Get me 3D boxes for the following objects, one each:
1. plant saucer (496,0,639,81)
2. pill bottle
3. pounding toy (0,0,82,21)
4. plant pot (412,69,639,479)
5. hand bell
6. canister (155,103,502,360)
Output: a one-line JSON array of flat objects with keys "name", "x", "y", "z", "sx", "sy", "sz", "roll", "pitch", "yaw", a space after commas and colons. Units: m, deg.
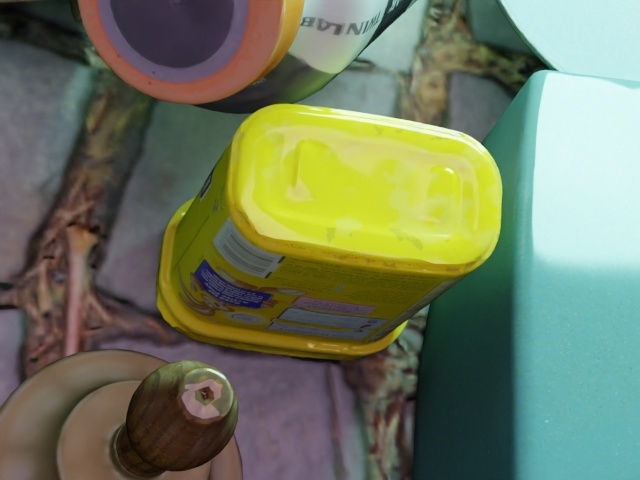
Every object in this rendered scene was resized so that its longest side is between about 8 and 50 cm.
[{"name": "plant saucer", "x": 0.148, "y": -0.142, "z": 0.911, "sx": 0.195, "sy": 0.037, "sz": 0.195, "roll": 15, "pitch": 59, "yaw": -27}, {"name": "pill bottle", "x": -0.022, "y": -0.133, "z": 0.768, "sx": 0.130, "sy": 0.130, "sz": 0.245, "roll": 40, "pitch": 26, "yaw": -1}, {"name": "pounding toy", "x": -0.114, "y": -0.231, "z": 0.824, "sx": 0.155, "sy": 0.154, "sz": 0.269, "roll": -5, "pitch": 77, "yaw": -16}, {"name": "plant pot", "x": 0.137, "y": 0.049, "z": 0.813, "sx": 0.166, "sy": 0.165, "sz": 0.234, "roll": 5, "pitch": 65, "yaw": -13}, {"name": "hand bell", "x": -0.071, "y": 0.083, "z": 0.702, "sx": 0.126, "sy": 0.242, "sz": 0.126, "roll": 4, "pitch": 74, "yaw": -13}, {"name": "canister", "x": 0.000, "y": 0.000, "z": 0.781, "sx": 0.126, "sy": 0.170, "sz": 0.073, "roll": 9, "pitch": 73, "yaw": -12}]
